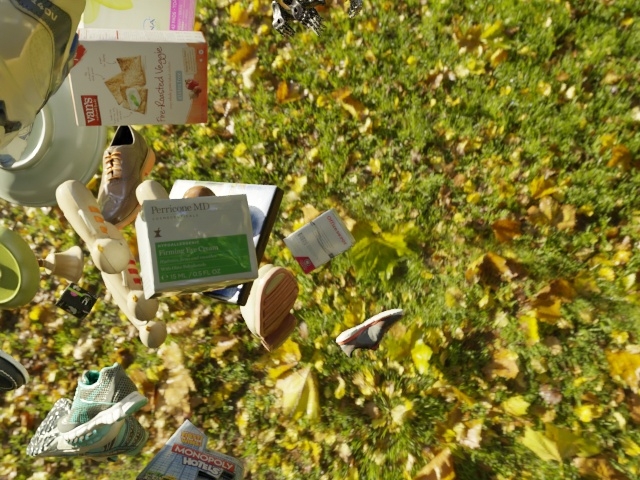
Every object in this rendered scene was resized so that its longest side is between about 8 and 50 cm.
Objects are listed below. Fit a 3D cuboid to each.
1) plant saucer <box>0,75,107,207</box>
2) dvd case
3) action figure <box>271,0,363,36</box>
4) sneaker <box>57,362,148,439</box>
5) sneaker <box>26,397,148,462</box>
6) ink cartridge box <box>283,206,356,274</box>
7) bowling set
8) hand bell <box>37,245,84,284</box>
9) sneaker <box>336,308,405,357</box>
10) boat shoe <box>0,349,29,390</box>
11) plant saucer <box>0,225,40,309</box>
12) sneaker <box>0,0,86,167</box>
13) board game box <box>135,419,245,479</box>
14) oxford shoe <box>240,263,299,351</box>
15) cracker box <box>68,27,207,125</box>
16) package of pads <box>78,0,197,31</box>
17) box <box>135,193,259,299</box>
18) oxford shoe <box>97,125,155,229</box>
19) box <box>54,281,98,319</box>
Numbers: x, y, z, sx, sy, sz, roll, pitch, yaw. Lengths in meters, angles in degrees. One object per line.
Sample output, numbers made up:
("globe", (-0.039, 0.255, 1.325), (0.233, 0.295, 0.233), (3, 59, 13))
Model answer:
("plant saucer", (-0.720, -0.276, 1.300), (0.401, 0.100, 0.400), (1, 97, 11))
("dvd case", (-0.178, -0.006, 0.845), (0.253, 0.022, 0.180), (8, 76, 40))
("action figure", (0.008, -0.563, 1.269), (0.141, 0.164, 0.275), (53, 55, -18))
("sneaker", (-0.299, 0.210, 0.718), (0.167, 0.065, 0.076), (-28, 87, 28))
("sneaker", (-0.414, 0.353, 0.957), (0.283, 0.122, 0.110), (-18, 38, 40))
("ink cartridge box", (0.000, 0.000, 1.379), (0.151, 0.063, 0.109), (-32, 91, 15))
("bowling set", (-0.205, 0.010, 0.728), (0.200, 0.287, 0.154), (-32, 71, -17))
("hand bell", (-0.876, 0.071, 1.662), (0.126, 0.242, 0.126), (-5, 82, 40))
("sneaker", (0.115, 0.200, 1.153), (0.158, 0.061, 0.064), (-27, 87, 2))
("boat shoe", (-0.763, 0.260, 1.121), (0.303, 0.114, 0.091), (15, 35, 7))
("plant saucer", (-0.862, 0.077, 1.428), (0.241, 0.037, 0.240), (3, 106, 11))
("sneaker", (-0.254, -0.140, 0.439), (0.131, 0.112, 0.296), (-53, 33, -15))
("board game box", (-0.237, 0.437, 1.032), (0.194, 0.194, 0.060), (21, 105, -7))
("oxford shoe", (-0.149, 0.157, 1.346), (0.147, 0.397, 0.140), (38, 63, 17))
("cracker box", (-0.322, -0.290, 0.967), (0.233, 0.155, 0.067), (-6, 41, -18))
("package of pads", (-0.358, -0.513, 1.050), (0.229, 0.296, 0.101), (-5, 44, -24))
("box", (-0.126, 0.007, 0.539), (0.101, 0.102, 0.087), (-6, 82, -23))
("oxford shoe", (-0.536, -0.167, 1.415), (0.130, 0.132, 0.363), (-12, 45, 6))
("box", (-0.663, 0.166, 1.468), (0.083, 0.052, 0.062), (37, 44, -23))
